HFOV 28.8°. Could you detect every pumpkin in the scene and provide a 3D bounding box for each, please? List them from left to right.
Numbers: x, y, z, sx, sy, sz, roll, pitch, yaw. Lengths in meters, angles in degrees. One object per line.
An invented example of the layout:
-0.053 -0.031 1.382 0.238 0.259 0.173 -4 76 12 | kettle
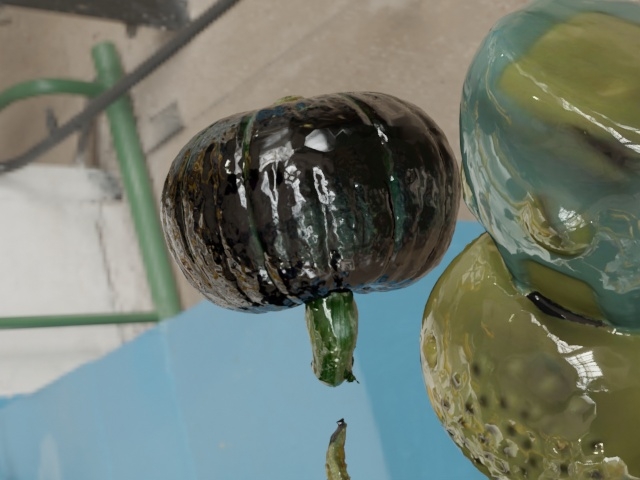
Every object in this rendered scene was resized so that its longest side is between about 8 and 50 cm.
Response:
0.000 0.000 1.025 0.248 0.248 0.248 0 90 48 | pumpkin

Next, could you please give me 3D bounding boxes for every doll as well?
0.141 0.022 0.624 0.177 0.161 0.261 24 132 25 | doll

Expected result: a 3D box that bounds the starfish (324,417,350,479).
-0.058 0.344 1.097 0.358 0.078 0.347 -39 35 11 | starfish
